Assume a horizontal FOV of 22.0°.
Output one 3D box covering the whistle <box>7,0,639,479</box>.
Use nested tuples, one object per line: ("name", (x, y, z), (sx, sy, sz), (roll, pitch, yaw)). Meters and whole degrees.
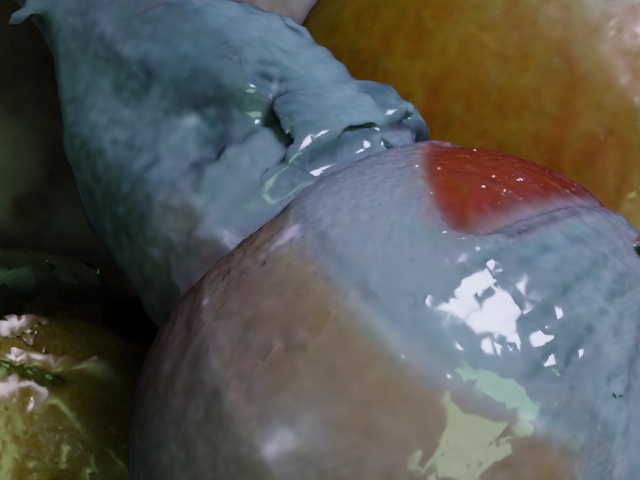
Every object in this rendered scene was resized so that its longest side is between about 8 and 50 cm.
("whistle", (0.000, 0.000, 0.532), (0.189, 0.189, 0.348), (-29, 69, -15))

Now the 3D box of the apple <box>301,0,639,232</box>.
("apple", (0.110, 0.033, 0.679), (0.179, 0.254, 0.346), (-44, 125, -56))

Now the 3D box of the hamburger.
("hamburger", (-0.122, 0.099, 0.610), (0.177, 0.113, 0.185), (7, 107, -30))
